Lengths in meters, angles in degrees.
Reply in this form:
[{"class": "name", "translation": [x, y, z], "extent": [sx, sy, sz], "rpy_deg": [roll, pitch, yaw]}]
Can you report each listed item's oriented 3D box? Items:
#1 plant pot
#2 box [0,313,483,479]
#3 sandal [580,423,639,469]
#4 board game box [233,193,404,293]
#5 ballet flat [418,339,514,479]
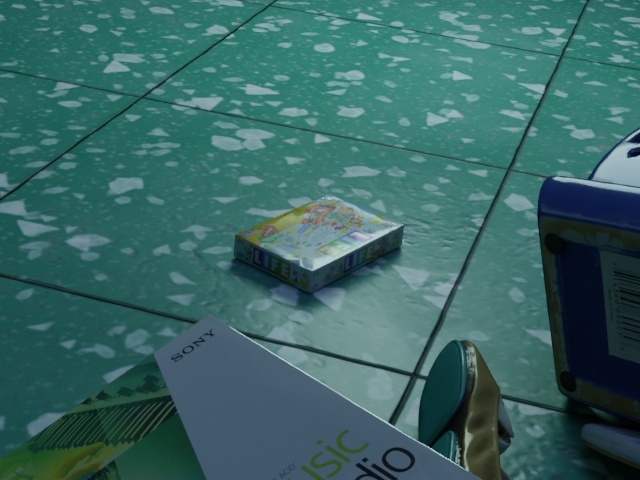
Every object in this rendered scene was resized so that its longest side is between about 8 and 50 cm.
[{"class": "plant pot", "translation": [0.317, 0.033, 0.987], "extent": [0.212, 0.236, 0.236], "rpy_deg": [-20, 20, -30]}, {"class": "box", "translation": [-0.050, 0.187, 0.789], "extent": [0.322, 0.058, 0.232], "rpy_deg": [26, 48, 38]}, {"class": "sandal", "translation": [0.289, 0.198, 0.881], "extent": [0.102, 0.076, 0.265], "rpy_deg": [11, 1, -28]}, {"class": "board game box", "translation": [0.000, 0.000, 1.253], "extent": [0.103, 0.026, 0.154], "rpy_deg": [24, 33, 32]}, {"class": "ballet flat", "translation": [0.113, 0.163, 0.929], "extent": [0.073, 0.080, 0.232], "rpy_deg": [33, 29, -8]}]
